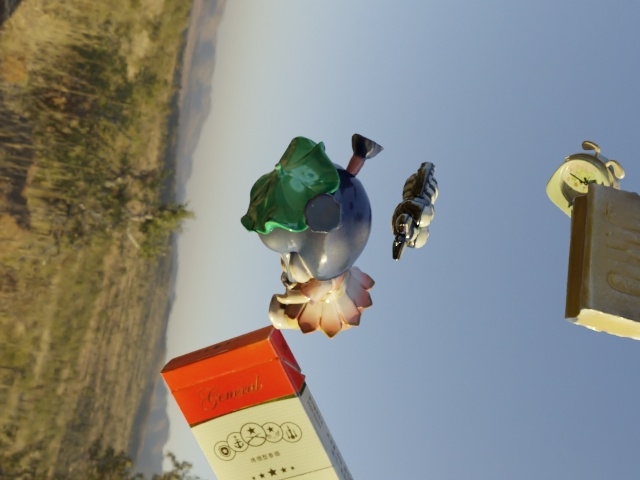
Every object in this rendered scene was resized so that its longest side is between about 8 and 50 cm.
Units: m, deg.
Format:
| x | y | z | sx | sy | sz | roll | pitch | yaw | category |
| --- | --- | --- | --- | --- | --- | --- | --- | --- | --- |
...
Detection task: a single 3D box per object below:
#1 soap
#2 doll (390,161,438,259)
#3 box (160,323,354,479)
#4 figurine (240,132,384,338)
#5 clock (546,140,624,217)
| x | y | z | sx | sy | sz | roll | pitch | yaw | category |
| --- | --- | --- | --- | --- | --- | --- | --- | --- | --- |
| 0.564 | 0.040 | 1.289 | 0.089 | 0.174 | 0.274 | 114 | -9 | -64 | soap |
| 0.159 | -0.054 | 1.124 | 0.219 | 0.067 | 0.091 | -61 | 165 | -46 | doll |
| -0.056 | 0.216 | 0.713 | 0.245 | 0.139 | 0.035 | 64 | 20 | -11 | box |
| 0.000 | 0.000 | 0.568 | 0.195 | 0.102 | 0.111 | 77 | 25 | -49 | figurine |
| 0.628 | -0.137 | 1.582 | 0.151 | 0.062 | 0.191 | 49 | -34 | 25 | clock |
